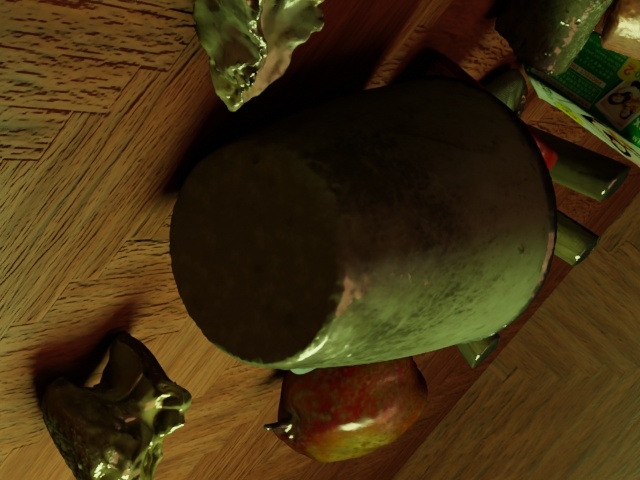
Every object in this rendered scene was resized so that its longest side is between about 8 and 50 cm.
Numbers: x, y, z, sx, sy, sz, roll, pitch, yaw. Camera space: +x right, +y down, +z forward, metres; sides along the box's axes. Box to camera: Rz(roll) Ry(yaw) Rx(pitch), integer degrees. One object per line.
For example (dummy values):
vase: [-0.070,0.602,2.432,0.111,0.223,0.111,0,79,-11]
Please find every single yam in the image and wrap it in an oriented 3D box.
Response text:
yam: [0.293,-0.300,1.860,0.107,0.107,0.194,-25,152,-53]

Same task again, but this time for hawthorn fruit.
hawthorn fruit: [0.024,0.221,2.310,0.248,0.208,0.208,-25,158,-17]

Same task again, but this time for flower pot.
flower pot: [0.029,-0.008,1.598,0.330,0.293,0.293,-14,145,-49]

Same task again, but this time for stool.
stool: [0.220,-0.023,2.136,0.310,0.226,0.310,-42,162,-18]

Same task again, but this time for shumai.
shumai: [-0.208,0.195,1.681,0.153,0.161,0.209,-38,145,-18]

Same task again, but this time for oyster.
oyster: [-0.039,-0.214,1.215,0.166,0.110,0.341,-40,166,-6]

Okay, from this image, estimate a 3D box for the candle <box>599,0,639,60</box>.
candle: [0.427,-0.361,1.966,0.317,0.131,0.287,-60,171,-69]

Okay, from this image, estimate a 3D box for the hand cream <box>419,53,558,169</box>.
hand cream: [0.170,-0.113,1.847,0.125,0.193,0.193,-48,164,9]

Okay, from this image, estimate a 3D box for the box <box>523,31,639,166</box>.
box: [0.402,-0.190,2.157,0.103,0.250,0.180,-55,162,1]

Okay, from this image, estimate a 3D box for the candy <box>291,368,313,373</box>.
candy: [0.003,0.111,2.172,0.138,0.071,0.174,-44,166,-11]
